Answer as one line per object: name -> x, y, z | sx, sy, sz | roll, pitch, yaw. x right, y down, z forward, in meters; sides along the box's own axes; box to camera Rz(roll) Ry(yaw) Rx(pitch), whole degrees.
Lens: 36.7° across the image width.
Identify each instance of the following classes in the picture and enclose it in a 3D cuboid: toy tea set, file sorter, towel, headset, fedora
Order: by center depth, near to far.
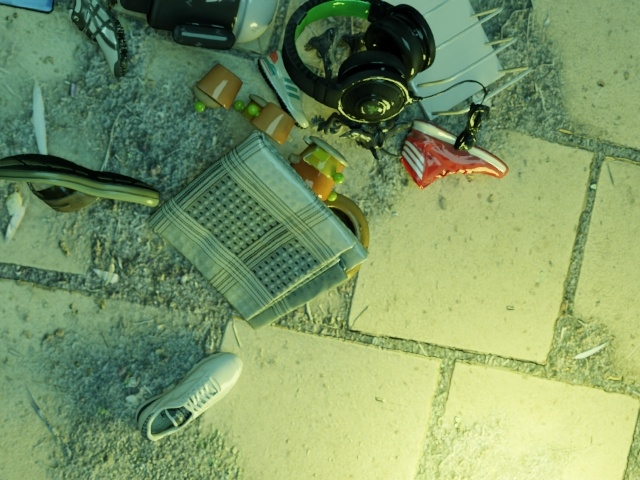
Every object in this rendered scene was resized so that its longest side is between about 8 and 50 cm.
headset -> 0.118, -0.296, 1.749 | 0.394, 0.185, 0.243 | 26, 59, 9
toy tea set -> -0.098, -0.180, 1.774 | 0.336, 0.200, 0.124 | 37, 92, 10
towel -> -0.116, -0.001, 1.776 | 0.312, 0.056, 0.324 | -35, 108, 28
file sorter -> 0.254, -0.404, 1.873 | 0.193, 0.173, 0.277 | -33, 103, -12
fedora -> 0.000, 0.000, 1.885 | 0.194, 0.079, 0.194 | 1, 88, -21

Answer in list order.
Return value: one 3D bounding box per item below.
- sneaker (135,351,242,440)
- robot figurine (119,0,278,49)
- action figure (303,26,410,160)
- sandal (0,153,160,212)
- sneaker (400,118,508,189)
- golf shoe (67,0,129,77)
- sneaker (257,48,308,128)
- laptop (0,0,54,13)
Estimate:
sneaker -> -0.241, 0.302, 1.837 | 0.235, 0.095, 0.090 | -38, 102, -11
robot figurine -> -0.213, -0.452, 1.730 | 0.278, 0.173, 0.209 | 8, 101, -16
action figure -> 0.069, -0.264, 1.847 | 0.164, 0.141, 0.275 | -13, 78, -24
sandal -> -0.441, -0.088, 1.734 | 0.303, 0.120, 0.086 | 13, 105, -17
sneaker -> 0.262, -0.148, 1.958 | 0.221, 0.087, 0.128 | 26, 96, -5
golf shoe -> -0.404, -0.386, 1.741 | 0.094, 0.077, 0.198 | -14, 92, -4
sneaker -> -0.052, -0.294, 1.853 | 0.075, 0.057, 0.161 | -33, 101, -6
laptop -> -0.603, -0.628, 1.575 | 0.382, 0.408, 0.236 | 7, 59, -17
